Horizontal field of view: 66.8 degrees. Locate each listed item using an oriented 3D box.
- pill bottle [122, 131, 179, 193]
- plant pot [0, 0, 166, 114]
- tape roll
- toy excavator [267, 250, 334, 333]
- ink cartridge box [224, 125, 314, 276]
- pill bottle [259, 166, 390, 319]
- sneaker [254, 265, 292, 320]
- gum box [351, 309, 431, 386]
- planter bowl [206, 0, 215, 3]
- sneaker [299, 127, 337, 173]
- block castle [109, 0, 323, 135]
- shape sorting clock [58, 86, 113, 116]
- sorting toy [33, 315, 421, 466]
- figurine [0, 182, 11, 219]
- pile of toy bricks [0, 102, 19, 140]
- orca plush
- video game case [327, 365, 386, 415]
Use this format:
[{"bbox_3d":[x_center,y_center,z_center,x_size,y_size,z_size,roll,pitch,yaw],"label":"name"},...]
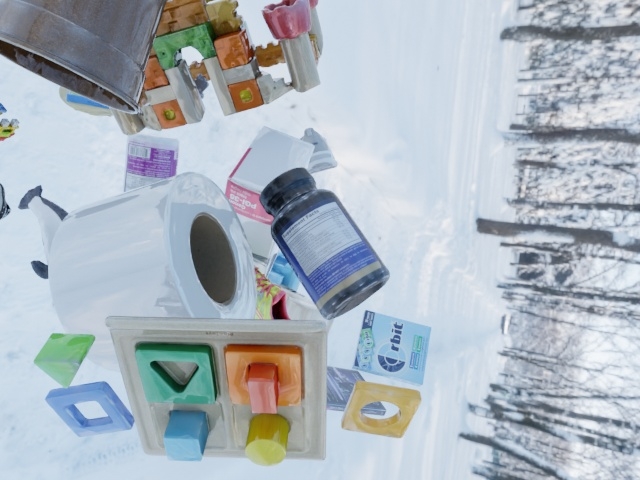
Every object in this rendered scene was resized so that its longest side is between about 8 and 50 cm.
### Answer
[{"bbox_3d":[-0.569,-0.202,1.624,0.169,0.169,0.302,-17,119,-65],"label":"pill bottle"},{"bbox_3d":[-0.244,-0.248,0.519,0.165,0.166,0.167,-68,155,-3],"label":"plant pot"},{"bbox_3d":[-0.215,0.045,0.672,0.246,0.169,0.246,-15,90,-77],"label":"tape roll"},{"bbox_3d":[-0.130,0.136,1.417,0.433,0.444,0.223,7,103,-74],"label":"toy excavator"},{"bbox_3d":[-0.123,-0.052,0.989,0.207,0.117,0.283,-71,-177,-48],"label":"ink cartridge box"},{"bbox_3d":[0.000,0.000,0.748,0.219,0.122,0.122,56,18,15],"label":"pill bottle"},{"bbox_3d":[-0.105,0.094,0.876,0.209,0.094,0.081,61,31,2],"label":"sneaker"},{"bbox_3d":[0.190,0.285,1.288,0.041,0.184,0.157,103,1,-65],"label":"gum box"},{"bbox_3d":[-0.326,-0.662,1.402,0.217,0.217,0.091,69,29,-47],"label":"planter bowl"},{"bbox_3d":[-0.010,-0.251,1.352,0.281,0.105,0.116,-143,-142,-84],"label":"sneaker"},{"bbox_3d":[-0.223,-0.398,0.972,0.303,0.452,0.213,-85,161,-53],"label":"block castle"},{"bbox_3d":[-0.631,-0.412,1.386,0.206,0.206,0.040,-49,163,-52],"label":"shape sorting clock"},{"bbox_3d":[-0.083,0.147,0.427,0.047,0.347,0.196,-87,178,-56],"label":"sorting toy"},{"bbox_3d":[-0.705,-0.064,0.905,0.214,0.209,0.093,-3,88,-28],"label":"figurine"},{"bbox_3d":[-0.986,-0.331,1.368,0.118,0.105,0.212,50,23,4],"label":"pile of toy bricks"},{"bbox_3d":[-0.605,0.016,1.144,0.151,0.287,0.102,-46,175,-12],"label":"orca plush"},{"bbox_3d":[0.034,0.422,1.399,0.274,0.196,0.026,17,103,-27],"label":"video game case"}]
